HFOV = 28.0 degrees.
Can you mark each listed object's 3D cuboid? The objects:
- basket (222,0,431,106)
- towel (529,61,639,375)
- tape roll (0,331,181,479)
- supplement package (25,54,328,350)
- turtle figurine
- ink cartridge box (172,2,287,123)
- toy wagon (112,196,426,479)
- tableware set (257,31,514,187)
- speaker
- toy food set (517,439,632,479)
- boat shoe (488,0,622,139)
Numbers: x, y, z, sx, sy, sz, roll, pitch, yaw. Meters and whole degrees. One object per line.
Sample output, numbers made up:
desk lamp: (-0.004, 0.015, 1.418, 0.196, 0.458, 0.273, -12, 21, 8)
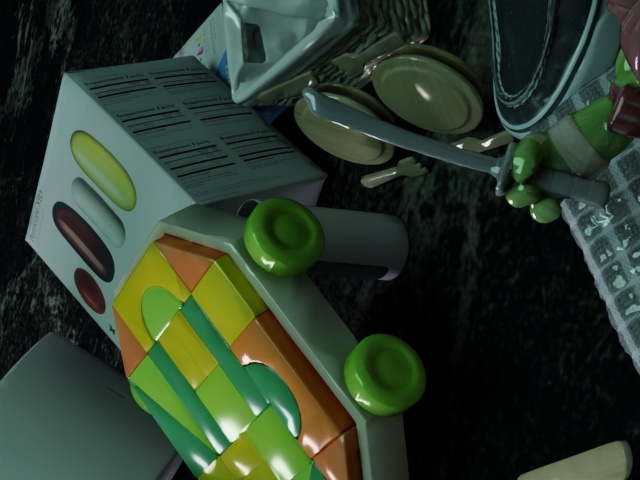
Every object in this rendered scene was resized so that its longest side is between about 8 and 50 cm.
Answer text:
basket: (0.004, -0.187, 1.065, 0.167, 0.103, 0.113, -31, 60, 52)
towel: (0.246, -0.021, 0.649, 0.235, 0.121, 0.283, -52, 45, 39)
tape roll: (-0.248, 0.234, 1.223, 0.246, 0.169, 0.246, -57, -3, -4)
supplement package: (-0.135, -0.027, 1.149, 0.203, 0.149, 0.194, 43, 129, 31)
turtle figurine: (0.120, -0.049, 0.541, 0.266, 0.275, 0.197, 64, 142, 34)
ink cartridge box: (-0.108, -0.139, 1.267, 0.181, 0.062, 0.104, -38, 55, 48)
toy wagon: (-0.023, 0.137, 0.952, 0.344, 0.068, 0.267, 53, 141, 11)
tableware set: (0.054, -0.107, 0.981, 0.194, 0.128, 0.039, -15, 43, 55)
speaker: (0.000, 0.000, 1.011, 0.055, 0.136, 0.055, -13, 74, 55)
toy food set: (0.187, 0.225, 0.788, 0.132, 0.039, 0.192, -36, 61, 58)
boat shoe: (0.144, -0.217, 0.853, 0.108, 0.102, 0.301, 19, 101, 57)
